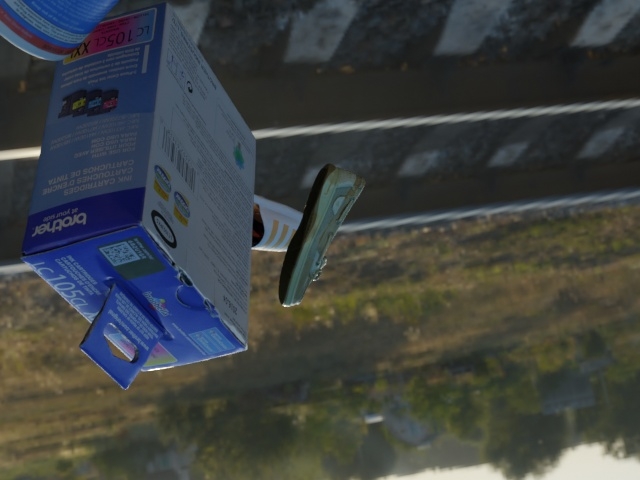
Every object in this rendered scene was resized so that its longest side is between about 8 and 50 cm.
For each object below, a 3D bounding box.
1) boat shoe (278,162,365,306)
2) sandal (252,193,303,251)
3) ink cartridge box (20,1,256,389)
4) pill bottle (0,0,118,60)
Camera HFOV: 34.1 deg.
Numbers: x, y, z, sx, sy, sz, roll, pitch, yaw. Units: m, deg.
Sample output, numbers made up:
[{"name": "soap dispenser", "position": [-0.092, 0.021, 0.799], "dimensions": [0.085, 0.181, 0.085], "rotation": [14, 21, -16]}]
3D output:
[{"name": "boat shoe", "position": [0.000, -0.001, 1.071], "dimensions": [0.048, 0.153, 0.056], "rotation": [20, 178, -15]}, {"name": "sandal", "position": [-0.113, -0.029, 1.527], "dimensions": [0.265, 0.076, 0.102], "rotation": [24, 165, -40]}, {"name": "ink cartridge box", "position": [-0.193, -0.034, 1.197], "dimensions": [0.151, 0.396, 0.270], "rotation": [-14, 142, 15]}, {"name": "pill bottle", "position": [-0.226, -0.289, 1.004], "dimensions": [0.221, 0.124, 0.124], "rotation": [-41, 157, 23]}]
